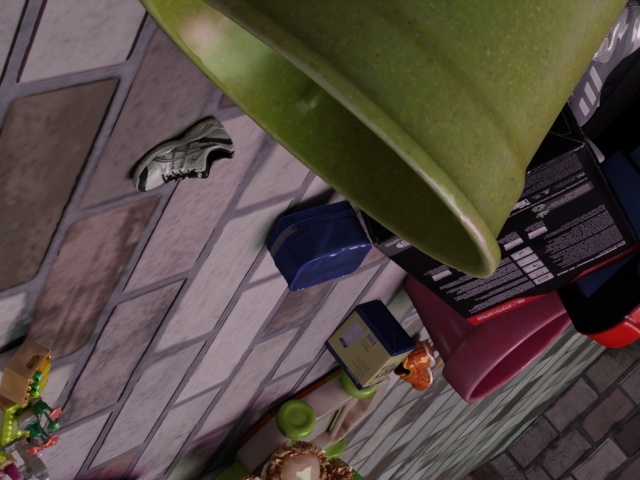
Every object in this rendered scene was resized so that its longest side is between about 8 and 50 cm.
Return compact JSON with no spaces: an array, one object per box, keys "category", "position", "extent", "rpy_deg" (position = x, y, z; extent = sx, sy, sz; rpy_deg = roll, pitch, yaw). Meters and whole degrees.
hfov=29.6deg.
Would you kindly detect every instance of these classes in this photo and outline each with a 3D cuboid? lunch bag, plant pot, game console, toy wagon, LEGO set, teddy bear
[{"category":"lunch bag","position":[0.000,0.000,1.207],"extent":[0.098,0.065,0.067],"rpy_deg":[-16,156,-30]},{"category":"plant pot","position":[0.073,-0.161,0.728],"extent":[0.254,0.276,0.276],"rpy_deg":[-50,162,-5]},{"category":"game console","position":[0.422,-0.063,1.551],"extent":[0.342,0.060,0.386],"rpy_deg":[-50,-160,18]},{"category":"toy wagon","position":[-0.045,0.302,1.816],"extent":[0.344,0.068,0.267],"rpy_deg":[-29,158,-26]},{"category":"plant pot","position":[0.218,0.090,1.650],"extent":[0.201,0.180,0.201],"rpy_deg":[-34,161,-14]},{"category":"LEGO set","position":[-0.287,0.213,1.086],"extent":[0.287,0.107,0.132],"rpy_deg":[-46,160,19]},{"category":"teddy bear","position":[-0.068,0.383,1.727],"extent":[0.245,0.113,0.338],"rpy_deg":[-45,154,-4]}]

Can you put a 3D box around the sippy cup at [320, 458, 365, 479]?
[{"category":"sippy cup","position":[-0.022,0.536,2.152],"extent":[0.240,0.224,0.305],"rpy_deg":[-33,160,-21]}]

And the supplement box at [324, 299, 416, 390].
[{"category":"supplement box","position":[0.067,0.141,1.629],"extent":[0.056,0.083,0.083],"rpy_deg":[-11,148,-53]}]

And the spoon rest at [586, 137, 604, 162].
[{"category":"spoon rest","position":[0.220,-0.060,1.504],"extent":[0.137,0.084,0.276],"rpy_deg":[-15,163,-49]}]

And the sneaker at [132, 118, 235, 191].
[{"category":"sneaker","position":[-0.103,-0.059,0.923],"extent":[0.083,0.037,0.032],"rpy_deg":[-35,163,-9]}]

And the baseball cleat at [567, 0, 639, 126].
[{"category":"baseball cleat","position":[0.275,-0.190,1.321],"extent":[0.109,0.072,0.206],"rpy_deg":[-6,143,-33]}]

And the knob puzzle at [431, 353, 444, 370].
[{"category":"knob puzzle","position":[0.283,0.134,2.112],"extent":[0.213,0.030,0.213],"rpy_deg":[-35,160,-14]}]

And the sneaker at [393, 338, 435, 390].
[{"category":"sneaker","position":[0.152,0.208,2.010],"extent":[0.067,0.064,0.175],"rpy_deg":[-18,154,-3]}]

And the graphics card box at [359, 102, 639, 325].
[{"category":"graphics card box","position":[0.204,-0.027,1.326],"extent":[0.232,0.094,0.371],"rpy_deg":[-26,156,15]}]
